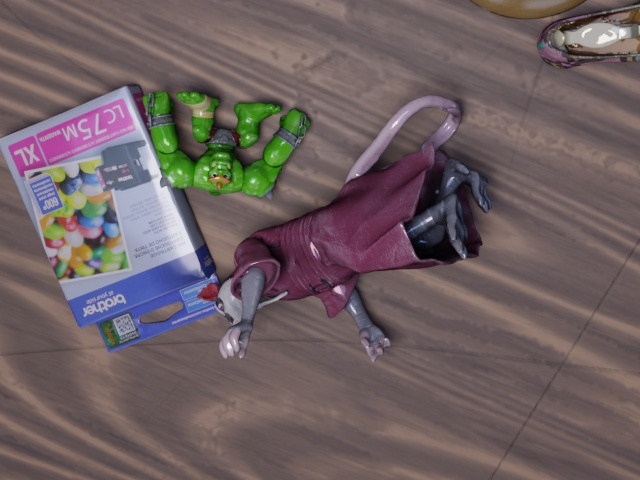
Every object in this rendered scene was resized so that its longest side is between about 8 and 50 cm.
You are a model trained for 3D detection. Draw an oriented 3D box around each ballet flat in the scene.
[{"bbox_3d":[0.363,-0.242,1.338,0.222,0.079,0.076,-9,98,8],"label":"ballet flat"}]

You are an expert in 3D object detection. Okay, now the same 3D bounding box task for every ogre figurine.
[{"bbox_3d":[-0.118,-0.114,1.411,0.197,0.097,0.118,6,89,-27],"label":"ogre figurine"}]

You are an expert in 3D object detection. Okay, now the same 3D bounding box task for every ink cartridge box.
[{"bbox_3d":[-0.258,-0.020,1.459,0.186,0.065,0.311,-21,99,10],"label":"ink cartridge box"}]

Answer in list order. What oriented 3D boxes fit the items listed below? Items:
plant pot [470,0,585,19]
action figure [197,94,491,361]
[{"bbox_3d":[0.246,-0.378,1.350,0.237,0.032,0.236,1,100,7],"label":"plant pot"},{"bbox_3d":[0.000,0.000,1.355,0.370,0.248,0.275,-19,72,27],"label":"action figure"}]
